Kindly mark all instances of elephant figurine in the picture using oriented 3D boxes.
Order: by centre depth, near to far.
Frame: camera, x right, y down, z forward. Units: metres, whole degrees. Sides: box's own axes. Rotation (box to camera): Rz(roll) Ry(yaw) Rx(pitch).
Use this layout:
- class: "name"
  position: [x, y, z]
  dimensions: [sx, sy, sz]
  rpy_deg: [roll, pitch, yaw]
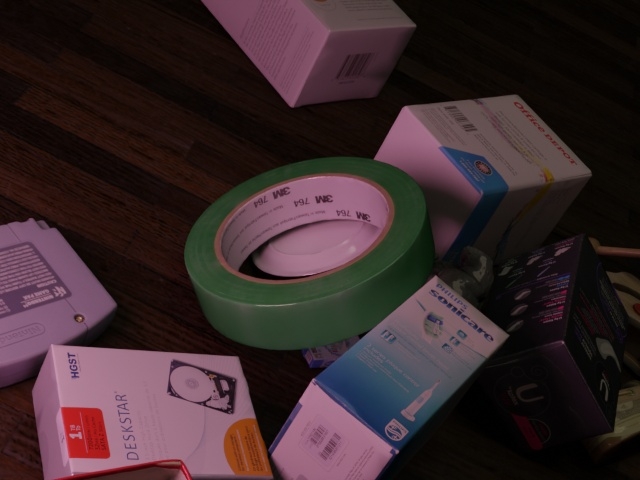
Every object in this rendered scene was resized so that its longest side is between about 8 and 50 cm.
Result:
- class: "elephant figurine"
  position: [0.111, 0.058, 1.733]
  dimensions: [0.239, 0.186, 0.169]
  rpy_deg: [24, 79, 10]

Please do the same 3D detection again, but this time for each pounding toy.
- class: "pounding toy"
  position: [0.480, 0.098, 1.899]
  dimensions: [0.269, 0.155, 0.154]
  rpy_deg: [47, 36, 21]

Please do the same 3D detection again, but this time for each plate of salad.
- class: "plate of salad"
  position: [0.000, 0.000, 1.727]
  dimensions: [0.199, 0.048, 0.200]
  rpy_deg: [-13, 30, 8]

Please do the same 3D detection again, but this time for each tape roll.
- class: "tape roll"
  position: [-0.014, 0.010, 1.598]
  dimensions: [0.321, 0.077, 0.321]
  rpy_deg: [-10, 35, 7]

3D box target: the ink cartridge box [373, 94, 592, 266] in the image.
- class: "ink cartridge box"
  position: [0.239, -0.087, 1.920]
  dimensions: [0.270, 0.197, 0.198]
  rpy_deg: [-11, 52, -41]

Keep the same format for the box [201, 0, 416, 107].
- class: "box"
  position: [-0.037, -0.413, 2.141]
  dimensions: [0.215, 0.168, 0.345]
  rpy_deg: [-12, 54, -41]

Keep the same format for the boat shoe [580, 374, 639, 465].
- class: "boat shoe"
  position: [0.482, 0.239, 1.782]
  dimensions: [0.302, 0.109, 0.098]
  rpy_deg: [-12, 54, -35]

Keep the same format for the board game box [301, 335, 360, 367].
- class: "board game box"
  position: [0.009, 0.131, 1.661]
  dimensions: [0.090, 0.020, 0.090]
  rpy_deg: [0, 46, -33]

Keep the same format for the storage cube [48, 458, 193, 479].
- class: "storage cube"
  position: [-0.206, 0.342, 1.131]
  dimensions: [0.215, 0.193, 0.184]
  rpy_deg: [-5, 49, -36]

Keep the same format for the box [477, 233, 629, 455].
- class: "box"
  position: [0.325, 0.140, 1.710]
  dimensions: [0.165, 0.143, 0.270]
  rpy_deg: [58, 30, -20]

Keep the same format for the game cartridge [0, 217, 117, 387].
- class: "game cartridge"
  position: [-0.396, 0.080, 1.428]
  dimensions: [0.297, 0.062, 0.198]
  rpy_deg: [-18, 62, -45]

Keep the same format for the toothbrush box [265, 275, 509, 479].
- class: "toothbrush box"
  position: [0.070, 0.203, 1.457]
  dimensions: [0.126, 0.216, 0.295]
  rpy_deg: [40, 39, 13]

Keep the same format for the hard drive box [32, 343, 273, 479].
- class: "hard drive box"
  position: [-0.191, 0.218, 1.372]
  dimensions: [0.232, 0.089, 0.181]
  rpy_deg: [6, 42, -28]
